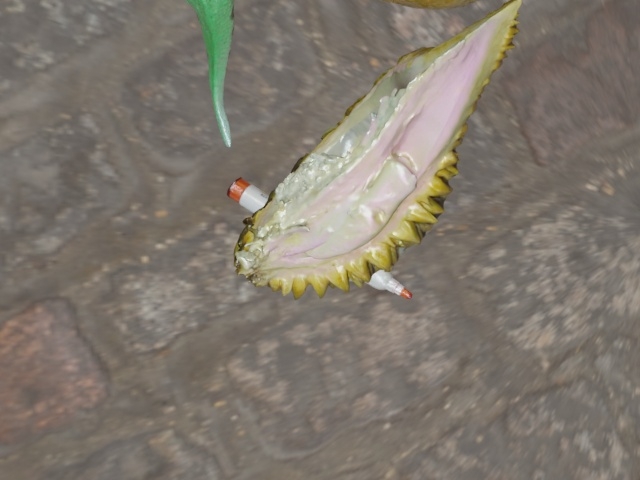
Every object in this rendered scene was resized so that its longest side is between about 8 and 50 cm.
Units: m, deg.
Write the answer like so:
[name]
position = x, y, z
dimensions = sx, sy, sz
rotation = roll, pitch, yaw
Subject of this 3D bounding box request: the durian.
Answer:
[durian]
position = 0.046, -0.045, 0.873
dimensions = 0.078, 0.140, 0.224
rotation = 45, 125, -5

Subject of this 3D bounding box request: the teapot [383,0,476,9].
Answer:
[teapot]
position = 0.064, -0.227, 0.869
dimensions = 0.311, 0.167, 0.203
rotation = 7, 97, -8

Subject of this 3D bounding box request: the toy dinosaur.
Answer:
[toy dinosaur]
position = -0.025, -0.059, 0.356
dimensions = 0.021, 0.062, 0.083
rotation = -6, 100, 8

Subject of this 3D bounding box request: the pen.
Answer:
[pen]
position = 0.000, 0.000, 1.590
dimensions = 0.218, 0.026, 0.026
rotation = 32, 97, 18
